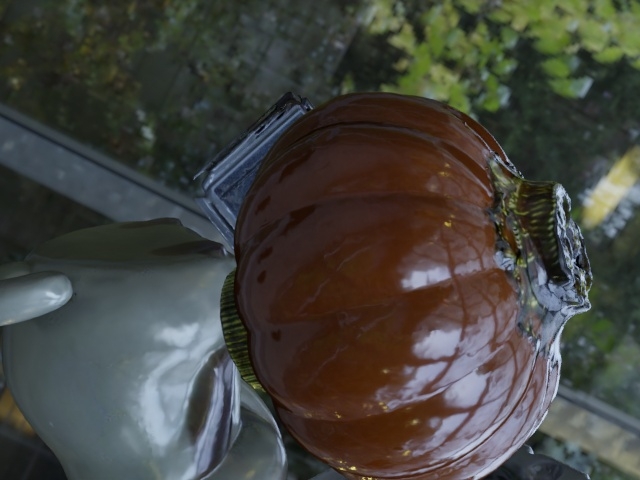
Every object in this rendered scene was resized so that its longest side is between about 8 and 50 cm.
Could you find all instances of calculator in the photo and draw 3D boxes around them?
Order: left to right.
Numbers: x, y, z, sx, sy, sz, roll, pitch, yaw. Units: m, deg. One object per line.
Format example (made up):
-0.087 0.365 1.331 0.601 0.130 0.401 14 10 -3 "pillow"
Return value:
0.000 0.000 1.311 0.166 0.274 0.028 -44 -161 -24 "calculator"

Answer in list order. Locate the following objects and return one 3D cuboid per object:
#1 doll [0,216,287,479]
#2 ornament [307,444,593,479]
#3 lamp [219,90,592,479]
-0.134 0.142 1.063 0.226 0.370 0.215 -33 -154 -29 "doll"
0.122 0.338 1.213 0.239 0.240 0.239 23 -53 49 "ornament"
0.046 0.027 0.706 0.196 0.223 0.223 -16 -148 22 "lamp"
